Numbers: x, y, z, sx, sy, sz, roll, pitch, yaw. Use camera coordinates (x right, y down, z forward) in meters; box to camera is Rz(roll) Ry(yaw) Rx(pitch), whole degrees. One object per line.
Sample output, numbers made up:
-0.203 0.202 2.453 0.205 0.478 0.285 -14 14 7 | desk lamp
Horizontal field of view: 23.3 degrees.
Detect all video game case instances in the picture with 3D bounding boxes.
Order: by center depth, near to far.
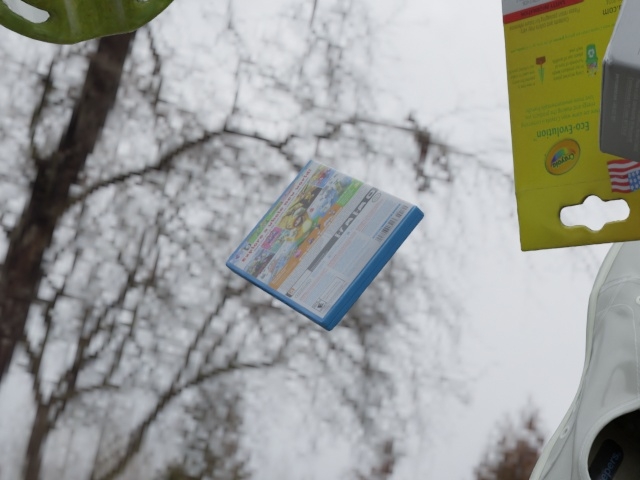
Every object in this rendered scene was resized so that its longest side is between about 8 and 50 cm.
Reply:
0.000 0.000 1.259 0.015 0.119 0.166 44 -9 -33 | video game case

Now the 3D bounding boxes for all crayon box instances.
0.245 -0.155 1.304 0.081 0.319 0.202 -2 -2 -32 | crayon box

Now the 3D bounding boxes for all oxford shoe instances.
0.335 0.132 1.541 0.169 0.449 0.130 35 -33 -10 | oxford shoe

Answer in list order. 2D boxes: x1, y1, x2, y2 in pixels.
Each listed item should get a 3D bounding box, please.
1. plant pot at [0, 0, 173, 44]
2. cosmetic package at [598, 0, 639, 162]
-0.195 -0.284 1.156 0.276 0.254 0.276 -9 -52 -12 | plant pot
0.274 -0.085 0.798 0.238 0.127 0.107 15 -23 17 | cosmetic package
